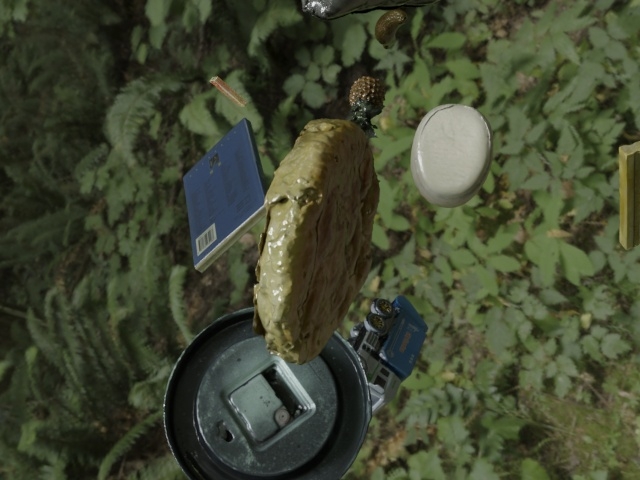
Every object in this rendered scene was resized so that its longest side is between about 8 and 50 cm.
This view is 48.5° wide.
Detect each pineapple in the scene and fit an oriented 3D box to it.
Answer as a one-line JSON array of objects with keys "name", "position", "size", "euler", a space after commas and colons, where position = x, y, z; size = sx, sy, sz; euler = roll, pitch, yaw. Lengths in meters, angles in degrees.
[{"name": "pineapple", "position": [0.117, -0.372, 2.078], "size": [0.277, 0.130, 0.119], "euler": [-76, 3, -47]}]

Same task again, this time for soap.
[{"name": "soap", "position": [0.604, -0.085, 1.319], "size": [0.092, 0.252, 0.037], "euler": [-19, 42, 5]}]

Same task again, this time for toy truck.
[{"name": "toy truck", "position": [0.149, 0.290, 1.835], "size": [0.146, 0.175, 0.367], "euler": [-54, 0, 42]}]

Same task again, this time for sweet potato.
[{"name": "sweet potato", "position": [0.163, -0.511, 1.744], "size": [0.249, 0.069, 0.060], "euler": [122, 127, -85]}]

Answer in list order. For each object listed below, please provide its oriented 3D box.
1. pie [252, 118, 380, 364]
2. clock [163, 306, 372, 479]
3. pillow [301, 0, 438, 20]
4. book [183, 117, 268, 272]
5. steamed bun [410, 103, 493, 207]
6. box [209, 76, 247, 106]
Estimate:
[{"name": "pie", "position": [0.000, 0.000, 0.936], "size": [0.339, 0.083, 0.340], "euler": [14, -90, -71]}, {"name": "clock", "position": [-0.097, 0.311, 1.337], "size": [0.076, 0.385, 0.386], "euler": [86, -170, -63]}, {"name": "pillow", "position": [0.110, -0.416, 0.824], "size": [0.101, 0.228, 0.326], "euler": [47, 138, 30]}, {"name": "book", "position": [-0.181, -0.091, 1.336], "size": [0.191, 0.025, 0.269], "euler": [-40, 41, 21]}, {"name": "steamed bun", "position": [0.288, -0.182, 1.570], "size": [0.131, 0.177, 0.228], "euler": [59, -142, -82]}, {"name": "box", "position": [-0.216, -0.350, 1.672], "size": [0.015, 0.093, 0.058], "euler": [-53, 22, -4]}]
